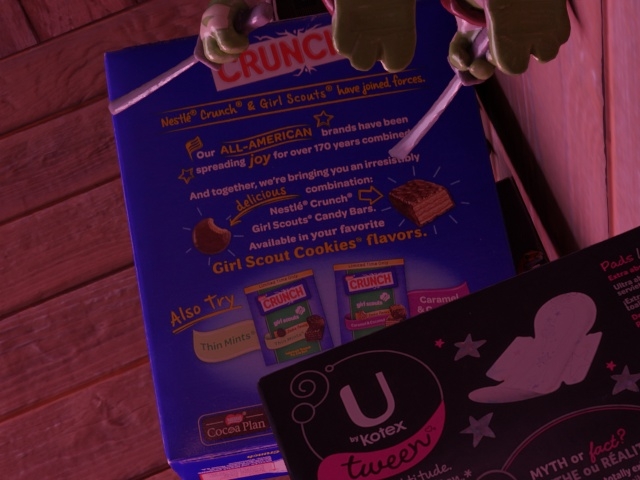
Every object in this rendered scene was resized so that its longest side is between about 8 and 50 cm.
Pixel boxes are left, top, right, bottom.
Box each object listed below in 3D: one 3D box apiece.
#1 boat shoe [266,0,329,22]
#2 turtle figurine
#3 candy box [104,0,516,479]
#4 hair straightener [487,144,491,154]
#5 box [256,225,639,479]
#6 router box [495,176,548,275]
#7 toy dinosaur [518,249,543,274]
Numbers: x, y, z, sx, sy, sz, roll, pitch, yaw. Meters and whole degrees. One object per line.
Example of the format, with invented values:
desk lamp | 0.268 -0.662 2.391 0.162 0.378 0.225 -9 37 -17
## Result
boat shoe | -0.003 -0.186 1.909 0.119 0.121 0.335 63 -174 -79
turtle figurine | 0.036 -0.124 1.171 0.198 0.274 0.266 32 -175 -20
candy box | 0.000 0.000 1.380 0.122 0.268 0.317 84 176 -72
hair straightener | 0.084 -0.146 1.571 0.230 0.047 0.089 -110 0 -58
box | 0.121 0.107 0.830 0.163 0.247 0.142 72 176 -50
router box | 0.095 0.138 1.478 0.081 0.243 0.309 98 150 -83
toy dinosaur | 0.163 0.043 1.325 0.082 0.090 0.047 30 139 28
